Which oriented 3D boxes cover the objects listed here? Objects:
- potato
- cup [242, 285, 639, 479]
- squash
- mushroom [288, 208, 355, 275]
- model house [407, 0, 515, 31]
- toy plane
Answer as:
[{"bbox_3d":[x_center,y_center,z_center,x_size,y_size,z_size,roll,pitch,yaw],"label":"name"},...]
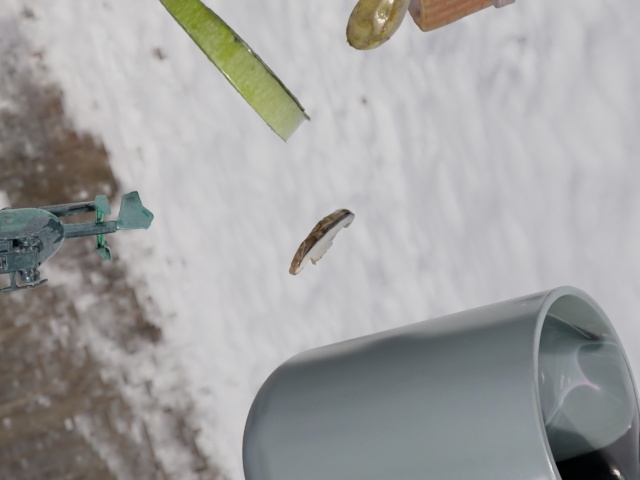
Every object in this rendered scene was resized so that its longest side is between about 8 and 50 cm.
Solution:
[{"bbox_3d":[0.054,-0.203,1.348,0.046,0.045,0.092,49,123,17],"label":"potato"},{"bbox_3d":[0.099,0.169,1.296,0.205,0.312,0.205,28,-125,-49],"label":"cup"},{"bbox_3d":[-0.097,-0.191,1.603,0.219,0.041,0.219,46,179,1],"label":"squash"},{"bbox_3d":[0.000,0.000,1.671,0.019,0.101,0.049,36,156,22],"label":"mushroom"},{"bbox_3d":[0.206,-0.420,2.005,0.237,0.202,0.237,11,123,66],"label":"model house"},{"bbox_3d":[-0.272,-0.004,1.445,0.096,0.235,0.060,-121,28,-55],"label":"toy plane"}]
